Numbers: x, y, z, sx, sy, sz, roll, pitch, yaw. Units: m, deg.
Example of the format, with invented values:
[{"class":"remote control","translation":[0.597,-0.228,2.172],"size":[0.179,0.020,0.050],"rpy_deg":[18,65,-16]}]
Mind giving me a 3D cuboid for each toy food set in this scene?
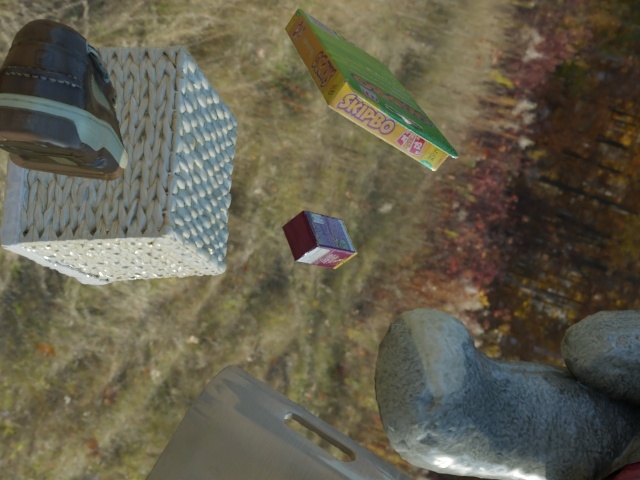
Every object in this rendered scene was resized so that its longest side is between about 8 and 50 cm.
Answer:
[{"class":"toy food set","translation":[-0.072,0.298,0.738],"size":[0.306,0.219,0.092],"rpy_deg":[-59,168,3]}]

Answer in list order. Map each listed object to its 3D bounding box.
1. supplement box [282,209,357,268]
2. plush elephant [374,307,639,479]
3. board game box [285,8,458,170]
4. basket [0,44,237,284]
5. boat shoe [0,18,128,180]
[{"class":"supplement box","translation":[0.000,0.000,1.027],"size":[0.043,0.055,0.083],"rpy_deg":[-36,151,29]},{"class":"plush elephant","translation":[0.225,0.141,0.338],"size":[0.255,0.330,0.272],"rpy_deg":[-39,-130,55]},{"class":"board game box","translation":[0.043,-0.150,0.788],"size":[0.039,0.124,0.259],"rpy_deg":[-55,-154,16]},{"class":"basket","translation":[-0.306,-0.109,1.320],"size":[0.331,0.266,0.328],"rpy_deg":[57,34,-74]},{"class":"boat shoe","translation":[-0.191,-0.103,0.623],"size":[0.257,0.095,0.095],"rpy_deg":[177,-80,-75]}]
